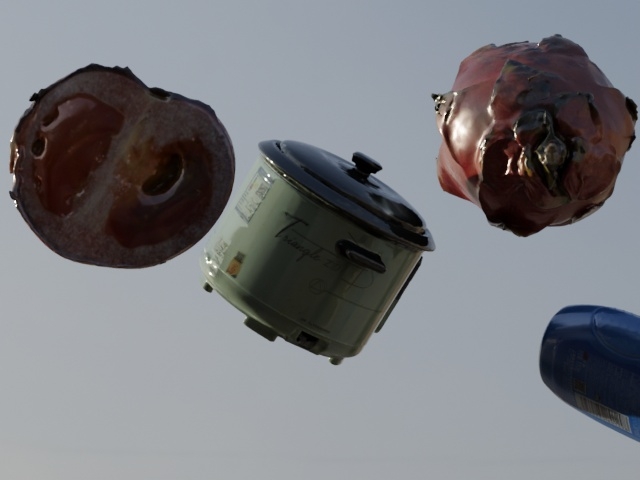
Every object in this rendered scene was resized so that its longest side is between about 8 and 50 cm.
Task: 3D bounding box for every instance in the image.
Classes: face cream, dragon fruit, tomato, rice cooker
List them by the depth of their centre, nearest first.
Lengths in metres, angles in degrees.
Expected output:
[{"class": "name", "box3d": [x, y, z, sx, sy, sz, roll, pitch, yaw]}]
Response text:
[{"class": "tomato", "box3d": [-0.193, -0.058, 1.764, 0.228, 0.199, 0.112, 28, -9, 13]}, {"class": "face cream", "box3d": [0.363, 0.159, 1.928, 0.264, 0.083, 0.149, 25, -48, 37]}, {"class": "rice cooker", "box3d": [0.000, 0.000, 2.073, 0.241, 0.227, 0.280, 27, 10, -23]}, {"class": "dragon fruit", "box3d": [0.255, -0.130, 2.149, 0.250, 0.315, 0.250, -16, -55, -23]}]
